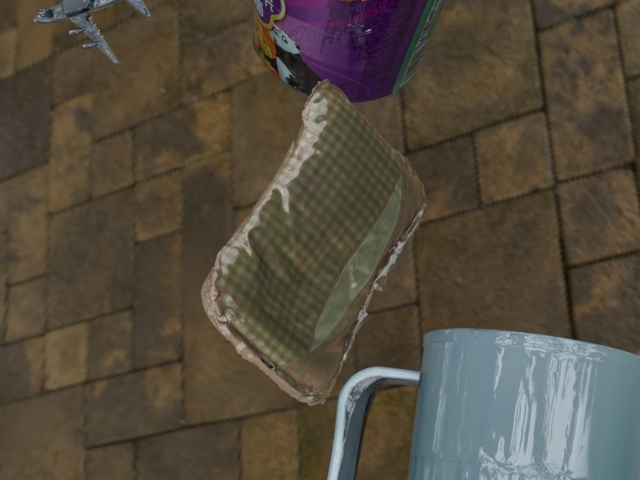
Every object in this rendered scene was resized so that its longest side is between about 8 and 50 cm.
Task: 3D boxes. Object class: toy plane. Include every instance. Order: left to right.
[{"bbox_3d":[-0.138,-0.142,0.696,0.084,0.024,0.078,-10,92,16],"label":"toy plane"}]

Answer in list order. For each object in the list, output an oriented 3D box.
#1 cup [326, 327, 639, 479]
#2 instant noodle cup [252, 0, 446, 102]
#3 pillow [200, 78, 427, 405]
[{"bbox_3d":[0.182,0.264,1.221,0.257,0.331,0.311,135,146,-74],"label":"cup"},{"bbox_3d":[0.033,-0.280,1.247,0.190,0.251,0.251,102,149,-52],"label":"instant noodle cup"},{"bbox_3d":[0.002,0.002,0.805,0.034,0.135,0.211,-6,48,46],"label":"pillow"}]
